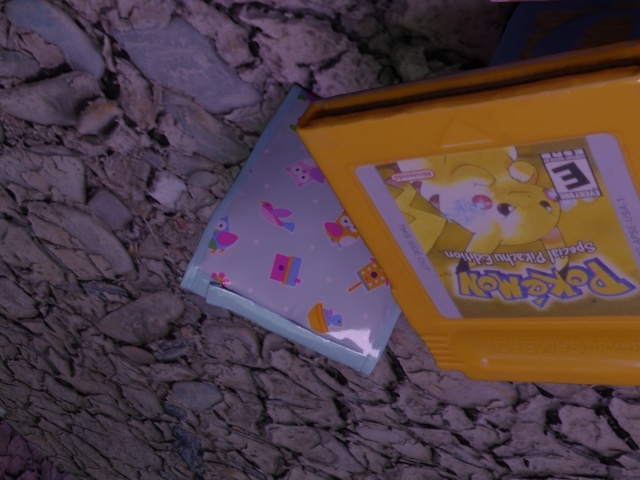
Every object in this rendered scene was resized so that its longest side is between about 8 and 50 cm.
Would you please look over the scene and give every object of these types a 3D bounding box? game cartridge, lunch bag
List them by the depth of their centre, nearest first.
[{"bbox_3d":[0.168,0.005,0.726,0.285,0.053,0.324,-5,131,36],"label":"game cartridge"},{"bbox_3d":[0.000,0.000,0.963,0.223,0.262,0.160,27,143,1],"label":"lunch bag"}]

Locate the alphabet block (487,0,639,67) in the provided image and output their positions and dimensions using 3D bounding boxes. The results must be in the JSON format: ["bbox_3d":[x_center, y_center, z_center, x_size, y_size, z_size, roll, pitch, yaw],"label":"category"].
[{"bbox_3d":[0.252,-0.079,0.773,0.193,0.192,0.197,6,137,30],"label":"alphabet block"}]
